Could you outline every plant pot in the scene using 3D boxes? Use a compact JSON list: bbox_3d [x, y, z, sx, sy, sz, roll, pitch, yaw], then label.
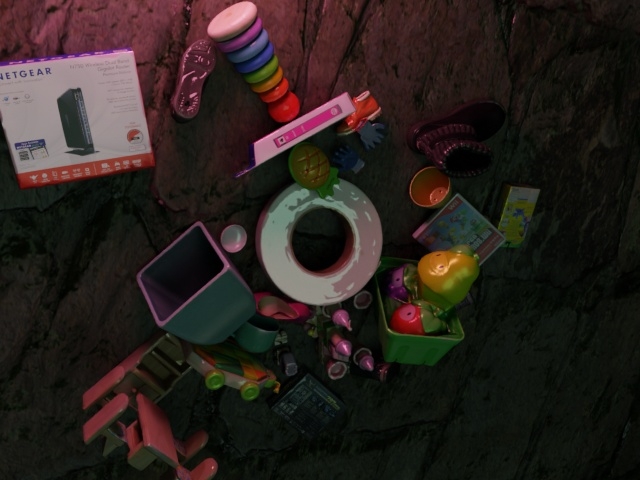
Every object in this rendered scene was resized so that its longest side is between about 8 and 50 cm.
[{"bbox_3d":[0.364,-0.154,2.047,0.134,0.134,0.095,-51,143,6],"label":"plant pot"},{"bbox_3d":[-0.324,0.150,1.844,0.247,0.248,0.252,-41,135,0],"label":"plant pot"}]

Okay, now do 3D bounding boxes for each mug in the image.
[{"bbox_3d":[-0.217,0.283,2.008,0.157,0.129,0.097,26,105,7],"label":"mug"}]

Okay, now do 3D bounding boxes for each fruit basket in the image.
[{"bbox_3d":[0.318,0.158,1.998,0.282,0.392,0.392,7,110,-12],"label":"fruit basket"}]

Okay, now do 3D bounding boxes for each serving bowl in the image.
[{"bbox_3d":[-0.261,-0.008,1.906,0.083,0.027,0.083,-9,107,-33],"label":"serving bowl"}]

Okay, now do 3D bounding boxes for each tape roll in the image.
[{"bbox_3d":[0.000,0.000,1.929,0.391,0.072,0.392,-2,95,-20],"label":"tape roll"}]

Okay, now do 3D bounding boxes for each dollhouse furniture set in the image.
[{"bbox_3d":[-0.450,0.458,1.832,0.256,0.394,0.362,-41,121,-1],"label":"dollhouse furniture set"}]

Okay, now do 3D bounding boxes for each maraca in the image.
[{"bbox_3d":[-0.018,-0.198,1.826,0.185,0.099,0.127,38,72,-30],"label":"maraca"}]

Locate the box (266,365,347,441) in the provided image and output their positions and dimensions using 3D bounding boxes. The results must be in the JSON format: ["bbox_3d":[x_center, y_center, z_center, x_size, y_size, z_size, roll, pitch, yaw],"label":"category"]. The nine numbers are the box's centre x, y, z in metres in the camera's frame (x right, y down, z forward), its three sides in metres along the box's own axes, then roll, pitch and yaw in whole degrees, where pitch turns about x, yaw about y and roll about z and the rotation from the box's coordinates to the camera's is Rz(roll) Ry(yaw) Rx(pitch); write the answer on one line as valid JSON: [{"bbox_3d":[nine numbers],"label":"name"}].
[{"bbox_3d":[-0.045,0.566,2.237,0.183,0.059,0.233,-44,120,2],"label":"box"}]

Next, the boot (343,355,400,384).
[{"bbox_3d":[0.181,0.426,2.242,0.178,0.236,0.085,8,96,20],"label":"boot"}]

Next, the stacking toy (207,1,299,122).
[{"bbox_3d":[-0.155,-0.453,1.707,0.141,0.141,0.330,-37,128,-3],"label":"stacking toy"}]

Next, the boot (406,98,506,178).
[{"bbox_3d":[0.456,-0.302,1.928,0.347,0.260,0.131,-23,119,-10],"label":"boot"}]

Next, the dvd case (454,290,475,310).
[{"bbox_3d":[0.411,0.201,2.247,0.221,0.018,0.165,-27,121,9],"label":"dvd case"}]

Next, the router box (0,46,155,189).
[{"bbox_3d":[-0.610,-0.305,1.606,0.335,0.082,0.301,-13,117,-16],"label":"router box"}]

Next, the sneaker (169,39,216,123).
[{"bbox_3d":[-0.338,-0.406,1.677,0.087,0.130,0.228,16,78,-22],"label":"sneaker"}]

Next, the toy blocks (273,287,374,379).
[{"bbox_3d":[0.028,0.315,2.036,0.308,0.260,0.289,-10,117,-17],"label":"toy blocks"}]

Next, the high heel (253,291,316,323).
[{"bbox_3d":[-0.141,0.204,1.937,0.117,0.244,0.082,11,93,-67],"label":"high heel"}]

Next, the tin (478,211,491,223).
[{"bbox_3d":[0.495,-0.034,2.197,0.189,0.040,0.106,-14,121,-16],"label":"tin"}]

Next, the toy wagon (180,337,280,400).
[{"bbox_3d":[-0.257,0.372,1.945,0.344,0.267,0.068,26,102,-30],"label":"toy wagon"}]

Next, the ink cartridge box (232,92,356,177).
[{"bbox_3d":[-0.088,-0.284,1.765,0.370,0.176,0.069,-32,101,-6],"label":"ink cartridge box"}]

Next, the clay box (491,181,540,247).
[{"bbox_3d":[0.663,-0.086,2.229,0.127,0.053,0.222,4,113,-23],"label":"clay box"}]

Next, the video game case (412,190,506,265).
[{"bbox_3d":[0.468,-0.011,2.155,0.285,0.025,0.204,36,103,-29],"label":"video game case"}]

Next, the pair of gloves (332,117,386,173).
[{"bbox_3d":[0.112,-0.274,1.907,0.198,0.023,0.159,-49,149,10],"label":"pair of gloves"}]

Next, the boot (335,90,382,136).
[{"bbox_3d":[0.098,-0.368,1.879,0.158,0.059,0.085,-38,118,-12],"label":"boot"}]
